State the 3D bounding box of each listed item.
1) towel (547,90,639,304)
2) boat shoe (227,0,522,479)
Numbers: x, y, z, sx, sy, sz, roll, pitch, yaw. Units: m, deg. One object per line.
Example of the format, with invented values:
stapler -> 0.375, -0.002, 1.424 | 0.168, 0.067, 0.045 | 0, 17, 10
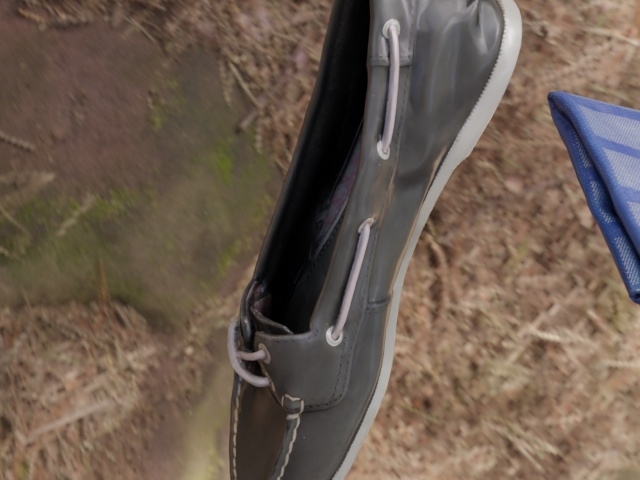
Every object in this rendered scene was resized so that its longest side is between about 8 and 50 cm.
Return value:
towel -> 0.274, -0.006, 0.844 | 0.285, 0.209, 0.034 | 11, 120, -13
boat shoe -> 0.000, 0.000, 0.871 | 0.095, 0.112, 0.335 | 16, 101, -30
